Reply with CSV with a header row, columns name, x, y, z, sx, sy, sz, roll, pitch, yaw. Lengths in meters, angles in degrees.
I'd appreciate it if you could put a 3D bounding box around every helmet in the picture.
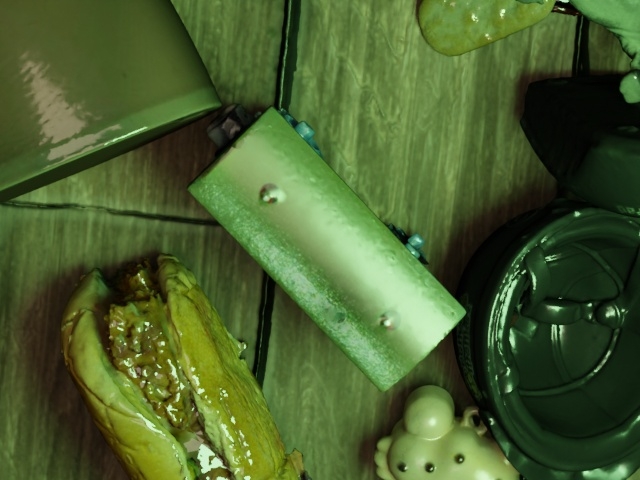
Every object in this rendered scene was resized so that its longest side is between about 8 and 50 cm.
name,x,y,z,sx,sy,sz,roll,pitch,yaw
helmet,0.226,0.090,1.882,0.230,0.160,0.279,-9,108,-24

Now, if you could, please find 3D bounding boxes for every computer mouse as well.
name,x,y,z,sx,sy,sz,roll,pitch,yaw
computer mouse,0.296,-0.080,1.804,0.170,0.269,0.100,0,108,-11

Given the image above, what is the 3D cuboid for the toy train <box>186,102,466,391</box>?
name,x,y,z,sx,sy,sz,roll,pitch,yaw
toy train,0.000,0.000,1.845,0.131,0.202,0.300,-43,98,6

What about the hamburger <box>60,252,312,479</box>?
name,x,y,z,sx,sy,sz,roll,pitch,yaw
hamburger,-0.141,0.154,1.890,0.155,0.245,0.282,-28,54,8

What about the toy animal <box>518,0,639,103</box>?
name,x,y,z,sx,sy,sz,roll,pitch,yaw
toy animal,0.227,-0.292,1.787,0.343,0.168,0.106,51,136,3

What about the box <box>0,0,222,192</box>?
name,x,y,z,sx,sy,sz,roll,pitch,yaw
box,-0.254,-0.164,1.774,0.301,0.301,0.216,-23,94,3

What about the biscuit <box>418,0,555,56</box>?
name,x,y,z,sx,sy,sz,roll,pitch,yaw
biscuit,0.158,-0.225,1.877,0.147,0.018,0.071,-21,103,28

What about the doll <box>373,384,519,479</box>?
name,x,y,z,sx,sy,sz,roll,pitch,yaw
doll,0.086,0.273,1.944,0.154,0.119,0.278,40,106,-6

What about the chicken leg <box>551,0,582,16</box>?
name,x,y,z,sx,sy,sz,roll,pitch,yaw
chicken leg,0.291,-0.268,1.887,0.253,0.051,0.106,-9,94,-3
